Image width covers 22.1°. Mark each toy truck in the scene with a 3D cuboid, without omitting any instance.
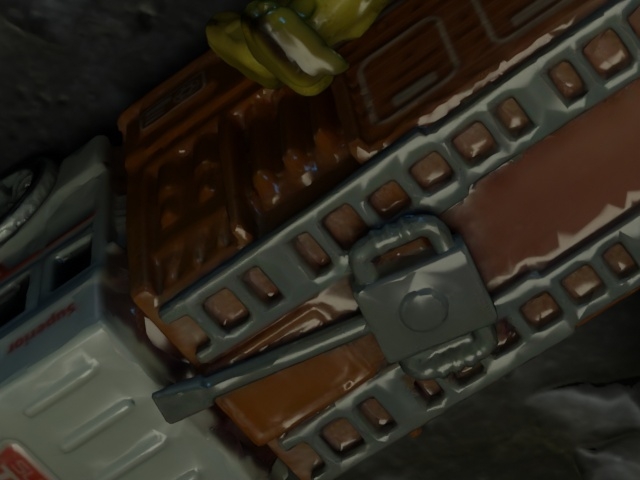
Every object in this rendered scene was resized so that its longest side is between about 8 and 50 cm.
[{"bbox_3d":[0.000,0.000,0.724,0.387,0.207,0.173,-34,115,14],"label":"toy truck"}]

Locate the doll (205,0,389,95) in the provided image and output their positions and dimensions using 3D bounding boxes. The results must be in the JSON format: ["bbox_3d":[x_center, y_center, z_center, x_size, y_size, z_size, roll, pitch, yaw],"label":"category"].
[{"bbox_3d":[0.098,-0.198,0.619,0.365,0.160,0.094,-40,103,-6],"label":"doll"}]
